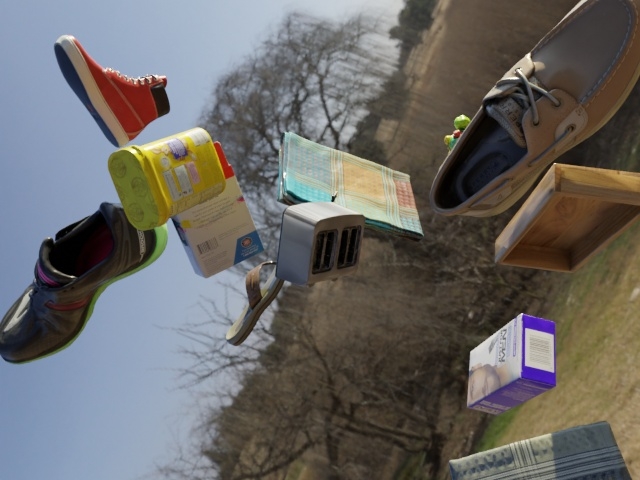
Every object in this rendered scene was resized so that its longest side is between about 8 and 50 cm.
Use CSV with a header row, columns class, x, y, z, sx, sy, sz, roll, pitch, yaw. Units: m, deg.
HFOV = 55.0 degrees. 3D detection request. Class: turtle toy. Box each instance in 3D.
class,x,y,z,sx,sy,sz,roll,pitch,yaw
turtle toy,0.391,-0.277,1.671,0.066,0.095,0.130,107,158,-64

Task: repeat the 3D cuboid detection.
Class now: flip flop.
class,x,y,z,sx,sy,sz,roll,pitch,yaw
flip flop,-0.154,0.120,1.456,0.277,0.080,0.112,-56,11,3

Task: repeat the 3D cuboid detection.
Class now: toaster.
class,x,y,z,sx,sy,sz,roll,pitch,yaw
toaster,0.000,0.000,1.326,0.168,0.110,0.186,-9,-67,-46

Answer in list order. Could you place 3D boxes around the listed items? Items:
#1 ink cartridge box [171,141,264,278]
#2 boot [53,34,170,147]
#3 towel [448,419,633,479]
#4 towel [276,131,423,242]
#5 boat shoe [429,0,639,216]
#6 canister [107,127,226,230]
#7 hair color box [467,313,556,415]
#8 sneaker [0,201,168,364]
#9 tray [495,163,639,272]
class,x,y,z,sx,sy,sz,roll,pitch,yaw
ink cartridge box,-0.218,-0.060,1.186,0.134,0.231,0.078,-26,16,-22
boot,-0.421,-0.341,1.279,0.176,0.088,0.244,-44,-51,-23
towel,0.427,0.518,1.112,0.056,0.324,0.312,52,-158,-61
towel,0.073,-0.137,1.518,0.272,0.370,0.040,-93,25,-47
boat shoe,0.259,-0.152,0.747,0.110,0.122,0.341,-11,-38,-44
canister,-0.235,-0.102,0.972,0.170,0.073,0.126,-36,-68,-53
hair color box,0.532,0.359,1.737,0.339,0.110,0.185,110,173,-60
sneaker,-0.547,0.075,1.309,0.483,0.185,0.202,-44,-26,11
tray,0.557,-0.037,1.398,0.411,0.202,0.076,93,-176,-67
